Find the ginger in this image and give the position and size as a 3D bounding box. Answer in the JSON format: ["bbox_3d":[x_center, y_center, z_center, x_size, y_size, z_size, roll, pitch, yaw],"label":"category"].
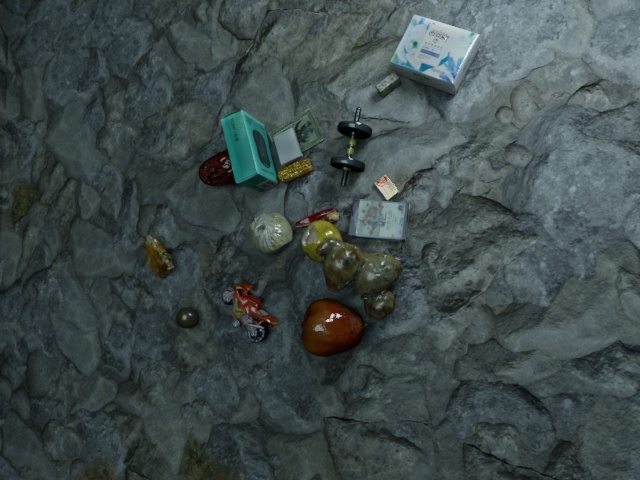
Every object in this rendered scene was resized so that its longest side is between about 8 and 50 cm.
[{"bbox_3d":[0.144,0.123,1.689,0.375,0.176,0.256,31,91,-6],"label":"ginger"}]

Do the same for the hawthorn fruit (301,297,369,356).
[{"bbox_3d":[0.059,0.338,1.722,0.261,0.224,0.224,3,85,6],"label":"hawthorn fruit"}]

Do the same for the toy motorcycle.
[{"bbox_3d":[-0.316,0.298,1.934,0.171,0.089,0.298,-45,71,11],"label":"toy motorcycle"}]

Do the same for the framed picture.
[{"bbox_3d":[-0.112,-0.462,1.976,0.231,0.010,0.173,-27,75,17],"label":"framed picture"}]

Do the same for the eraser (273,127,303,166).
[{"bbox_3d":[-0.142,-0.412,1.955,0.104,0.023,0.150,-22,70,16],"label":"eraser"}]

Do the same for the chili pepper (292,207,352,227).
[{"bbox_3d":[0.005,-0.097,1.874,0.268,0.050,0.059,-15,123,21],"label":"chili pepper"}]

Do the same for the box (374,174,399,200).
[{"bbox_3d":[0.268,-0.214,1.796,0.058,0.015,0.093,-39,72,12],"label":"box"}]

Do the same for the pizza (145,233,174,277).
[{"bbox_3d":[-0.785,0.081,2.161,0.226,0.069,0.147,46,123,23],"label":"pizza"}]

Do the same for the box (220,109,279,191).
[{"bbox_3d":[-0.305,-0.387,1.942,0.118,0.205,0.311,-19,77,17],"label":"box"}]

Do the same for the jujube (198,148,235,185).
[{"bbox_3d":[-0.444,-0.327,2.026,0.230,0.155,0.155,-16,79,28],"label":"jujube"}]

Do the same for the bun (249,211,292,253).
[{"bbox_3d":[-0.224,-0.040,1.915,0.179,0.128,0.193,-29,72,18],"label":"bun"}]

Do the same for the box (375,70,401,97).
[{"bbox_3d":[0.276,-0.636,1.812,0.098,0.062,0.045,-39,71,15],"label":"box"}]

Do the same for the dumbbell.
[{"bbox_3d":[0.124,-0.378,1.802,0.143,0.143,0.325,11,89,22],"label":"dumbbell"}]

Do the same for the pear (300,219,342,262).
[{"bbox_3d":[0.000,0.000,1.799,0.178,0.178,0.177,-2,83,22],"label":"pear"}]

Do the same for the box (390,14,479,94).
[{"bbox_3d":[0.443,-0.720,1.725,0.274,0.116,0.203,30,95,22],"label":"box"}]

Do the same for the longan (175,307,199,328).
[{"bbox_3d":[-0.612,0.362,2.047,0.114,0.092,0.113,2,125,2],"label":"longan"}]

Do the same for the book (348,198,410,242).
[{"bbox_3d":[0.234,-0.083,1.780,0.231,0.026,0.157,7,86,17],"label":"book"}]

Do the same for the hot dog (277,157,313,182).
[{"bbox_3d":[-0.114,-0.305,1.941,0.165,0.045,0.071,-20,78,19],"label":"hot dog"}]
